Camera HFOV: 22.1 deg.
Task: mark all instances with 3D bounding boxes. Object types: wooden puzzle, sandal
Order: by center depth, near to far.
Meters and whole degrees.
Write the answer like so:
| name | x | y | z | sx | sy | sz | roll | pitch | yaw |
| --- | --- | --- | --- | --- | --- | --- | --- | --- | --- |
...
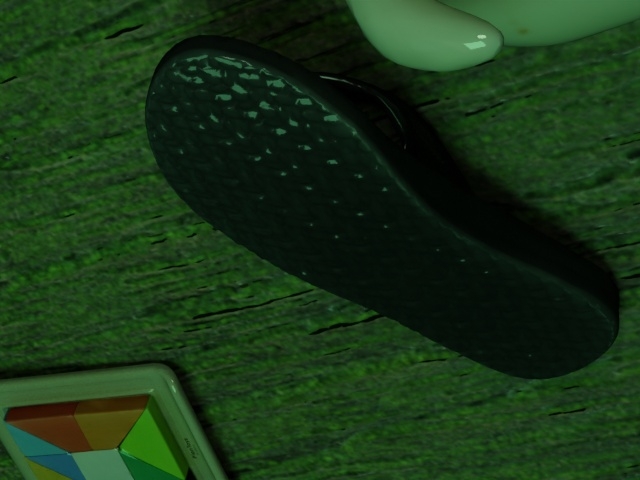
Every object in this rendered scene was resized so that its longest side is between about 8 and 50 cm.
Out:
| name | x | y | z | sx | sy | sz | roll | pitch | yaw |
| --- | --- | --- | --- | --- | --- | --- | --- | --- | --- |
| sandal | 0.047 | -0.031 | 1.267 | 0.445 | 0.107 | 0.167 | 33 | 134 | -29 |
| wooden puzzle | -0.210 | 0.214 | 1.610 | 0.238 | 0.044 | 0.221 | -4 | 130 | 23 |

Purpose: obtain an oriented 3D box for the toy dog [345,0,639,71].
| name | x | y | z | sx | sy | sz | roll | pitch | yaw |
| --- | --- | --- | --- | --- | --- | --- | --- | --- | --- |
| toy dog | 0.218 | -0.244 | 0.805 | 0.408 | 0.395 | 0.285 | 0 | 123 | 31 |
